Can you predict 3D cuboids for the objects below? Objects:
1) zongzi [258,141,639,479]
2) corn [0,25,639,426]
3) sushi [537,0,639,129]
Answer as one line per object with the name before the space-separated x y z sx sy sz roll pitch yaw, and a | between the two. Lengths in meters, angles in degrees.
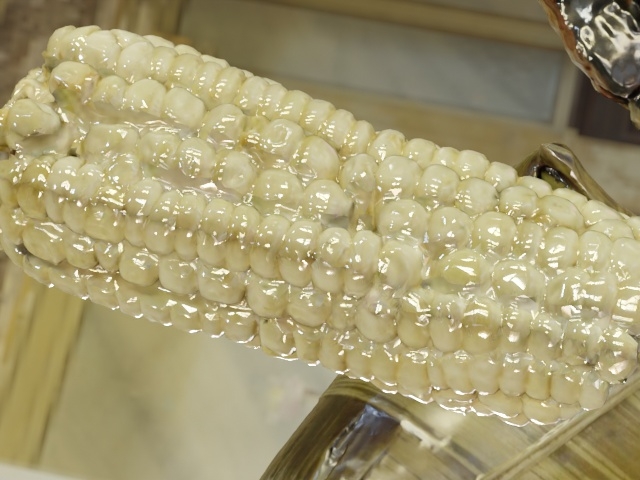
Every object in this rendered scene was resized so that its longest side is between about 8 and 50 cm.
zongzi | 0.133 0.140 0.967 0.286 0.288 0.134 -50 2 -18
corn | 0.000 0.000 0.578 0.087 0.211 0.087 20 -90 -81
sushi | 0.083 -0.083 0.653 0.201 0.031 0.139 47 -172 -34
